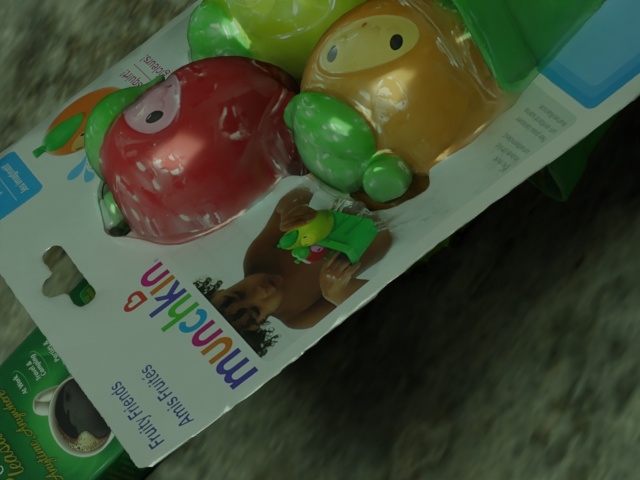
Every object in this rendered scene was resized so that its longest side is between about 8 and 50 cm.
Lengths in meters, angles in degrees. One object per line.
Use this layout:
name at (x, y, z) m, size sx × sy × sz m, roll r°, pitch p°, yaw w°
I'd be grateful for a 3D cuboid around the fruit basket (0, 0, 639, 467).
fruit basket at (-0.016, -0.079, 0.918) m, size 0.353 × 0.165 × 0.327 m, roll -33°, pitch 35°, yaw -9°

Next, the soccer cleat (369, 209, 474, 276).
soccer cleat at (0.000, 0.000, 0.984) m, size 0.179 × 0.060 × 0.072 m, roll -25°, pitch 57°, yaw 3°

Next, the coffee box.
coffee box at (-0.132, 0.089, 1.058) m, size 0.184 × 0.040 × 0.113 m, roll -47°, pitch 56°, yaw 6°
